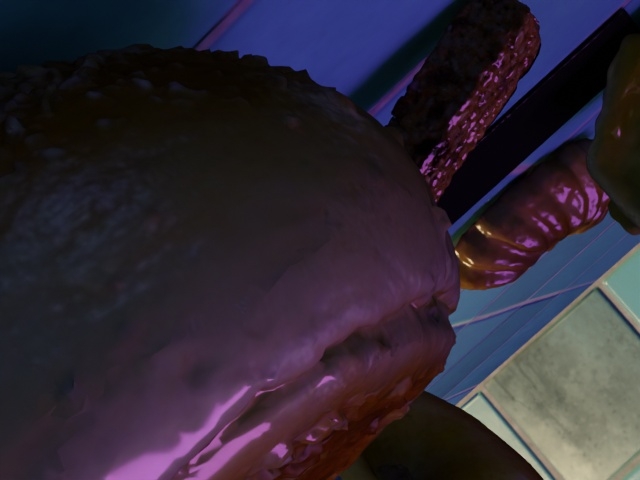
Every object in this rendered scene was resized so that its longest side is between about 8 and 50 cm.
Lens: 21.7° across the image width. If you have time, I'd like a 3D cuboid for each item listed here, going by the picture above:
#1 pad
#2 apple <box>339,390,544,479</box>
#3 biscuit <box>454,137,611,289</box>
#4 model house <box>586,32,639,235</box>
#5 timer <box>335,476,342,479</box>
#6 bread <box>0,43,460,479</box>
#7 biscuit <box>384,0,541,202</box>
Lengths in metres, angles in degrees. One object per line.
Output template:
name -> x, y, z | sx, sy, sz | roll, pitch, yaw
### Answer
pad -> 0.127, -0.062, 1.152 | 0.245, 0.006, 0.170 | -43, 167, 12
apple -> 0.017, 0.267, 1.204 | 0.364, 0.364, 0.364 | -38, 168, -9
biscuit -> 0.180, -0.021, 1.346 | 0.183, 0.061, 0.118 | -34, 165, -27
model house -> 0.290, -0.084, 1.139 | 0.234, 0.175, 0.193 | -49, 167, 13
timer -> -0.098, 0.196, 0.855 | 0.250, 0.232, 0.091 | -35, 166, -30
bread -> -0.098, 0.059, 0.524 | 0.305, 0.159, 0.305 | -41, 171, -8
biscuit -> 0.041, -0.033, 0.802 | 0.199, 0.034, 0.064 | -56, 162, 1
